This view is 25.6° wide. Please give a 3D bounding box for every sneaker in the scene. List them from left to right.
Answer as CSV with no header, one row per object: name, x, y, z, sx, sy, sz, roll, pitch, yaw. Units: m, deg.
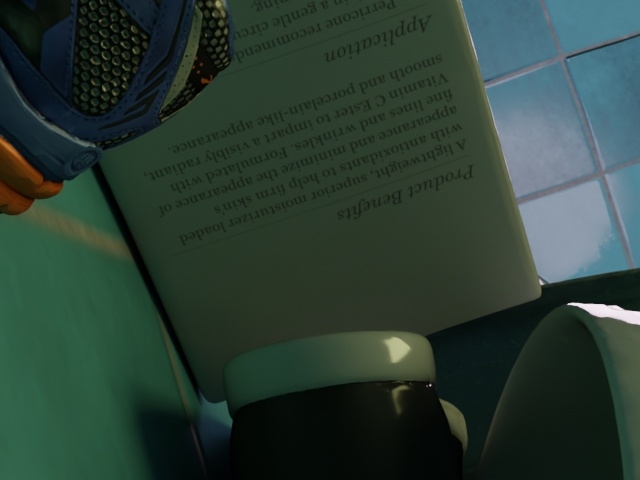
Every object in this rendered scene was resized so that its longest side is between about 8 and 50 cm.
sneaker,-0.080,-0.120,0.374,0.083,0.087,0.221,51,21,-82
sneaker,0.016,0.136,0.579,0.296,0.104,0.147,71,13,-75

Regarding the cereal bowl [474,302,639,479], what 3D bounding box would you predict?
cereal bowl,0.129,0.199,0.498,0.339,0.141,0.339,-171,-90,-88

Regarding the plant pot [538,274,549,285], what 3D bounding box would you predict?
plant pot,0.146,0.130,1.365,0.255,0.271,0.272,56,8,-15

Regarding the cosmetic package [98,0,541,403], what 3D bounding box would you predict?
cosmetic package,-0.012,-0.061,0.603,0.151,0.151,0.184,-103,175,-57

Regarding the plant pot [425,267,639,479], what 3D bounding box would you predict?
plant pot,0.166,0.207,0.839,0.341,0.341,0.334,52,28,-79
